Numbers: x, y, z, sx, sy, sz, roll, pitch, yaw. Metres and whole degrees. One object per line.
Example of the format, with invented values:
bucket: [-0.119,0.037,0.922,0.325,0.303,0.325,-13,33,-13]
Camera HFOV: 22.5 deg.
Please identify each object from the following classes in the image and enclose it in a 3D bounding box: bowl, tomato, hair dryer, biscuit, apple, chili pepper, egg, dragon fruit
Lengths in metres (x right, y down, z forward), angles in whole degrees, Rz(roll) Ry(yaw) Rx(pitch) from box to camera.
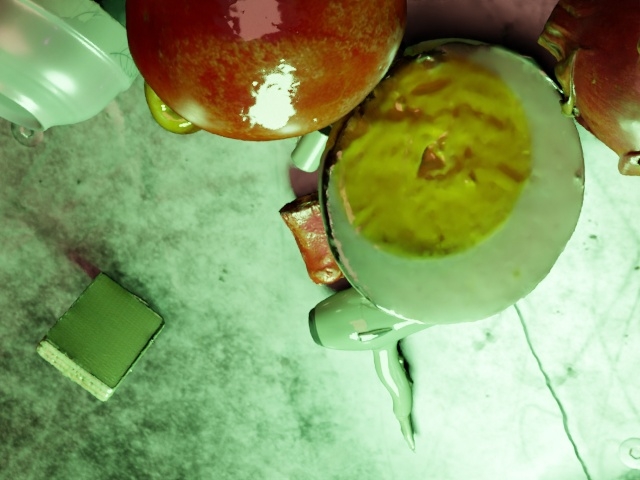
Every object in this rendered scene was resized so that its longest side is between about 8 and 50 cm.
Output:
bowl: [-0.369,-0.233,1.959,0.287,0.287,0.144,27,78,5]
tomato: [-0.062,-0.274,1.759,0.325,0.290,0.293,62,150,31]
hair dryer: [0.141,0.143,2.120,0.229,0.092,0.267,-28,118,24]
biscuit: [-0.295,0.129,2.182,0.121,0.199,0.040,36,120,0]
apple: [-0.174,-0.190,2.028,0.099,0.102,0.114,19,122,8]
chili pepper: [0.000,0.000,2.086,0.070,0.073,0.123,14,130,64]
egg: [0.142,-0.074,1.910,0.337,0.201,0.337,-1,96,-8]
hair dryer: [-0.042,-0.147,2.047,0.124,0.038,0.063,37,121,7]
dragon fruit: [0.398,-0.183,1.757,0.250,0.250,0.315,-44,77,32]
